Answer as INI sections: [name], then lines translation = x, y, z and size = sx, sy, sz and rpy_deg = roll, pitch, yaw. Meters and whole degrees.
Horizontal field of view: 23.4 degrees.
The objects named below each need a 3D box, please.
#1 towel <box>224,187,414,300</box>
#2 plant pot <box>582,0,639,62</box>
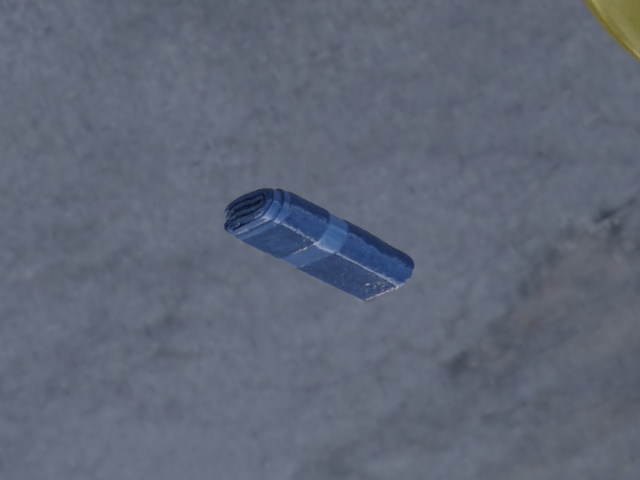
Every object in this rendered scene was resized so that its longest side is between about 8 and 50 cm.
[towel]
translation = 0.000, 0.000, 1.019
size = 0.119, 0.029, 0.067
rpy_deg = 28, 155, -24
[plant pot]
translation = 0.089, -0.085, 0.337
size = 0.083, 0.081, 0.081
rpy_deg = 9, 148, -36
